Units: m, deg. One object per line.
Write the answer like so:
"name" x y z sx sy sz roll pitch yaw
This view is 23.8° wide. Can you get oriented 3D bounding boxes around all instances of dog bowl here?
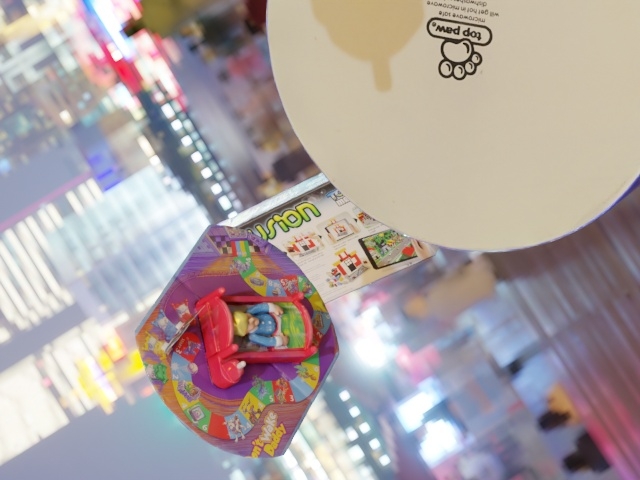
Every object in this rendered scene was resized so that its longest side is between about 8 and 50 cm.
"dog bowl" 0.103 -0.130 0.923 0.265 0.265 0.104 58 -148 -1

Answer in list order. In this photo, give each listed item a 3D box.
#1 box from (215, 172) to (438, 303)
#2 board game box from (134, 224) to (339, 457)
"box" 0.000 0.000 1.449 0.114 0.207 0.036 54 -147 -19
"board game box" -0.043 0.062 1.024 0.133 0.169 0.033 43 137 -13
